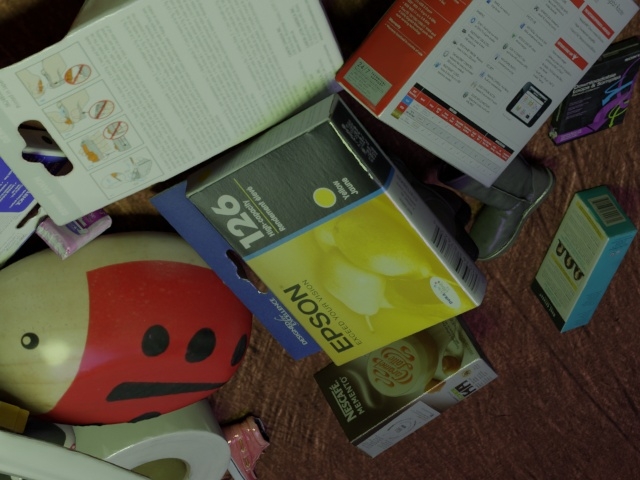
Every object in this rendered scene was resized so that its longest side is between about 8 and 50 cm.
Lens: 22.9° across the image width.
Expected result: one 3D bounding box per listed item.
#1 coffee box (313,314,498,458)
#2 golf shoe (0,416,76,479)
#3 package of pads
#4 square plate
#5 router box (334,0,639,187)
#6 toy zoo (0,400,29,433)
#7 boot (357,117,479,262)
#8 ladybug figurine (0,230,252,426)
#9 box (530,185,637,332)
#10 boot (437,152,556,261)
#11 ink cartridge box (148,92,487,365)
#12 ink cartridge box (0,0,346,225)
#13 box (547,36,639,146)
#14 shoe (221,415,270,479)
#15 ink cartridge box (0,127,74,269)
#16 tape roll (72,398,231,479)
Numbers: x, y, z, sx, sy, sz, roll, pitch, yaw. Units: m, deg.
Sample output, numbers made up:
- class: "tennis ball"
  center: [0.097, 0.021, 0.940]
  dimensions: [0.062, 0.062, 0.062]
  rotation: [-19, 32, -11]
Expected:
- class: "coffee box"
  center: [0.135, 0.215, 2.509]
  dimensions: [0.246, 0.141, 0.098]
  rotation: [-35, 149, 7]
- class: "golf shoe"
  center: [-0.456, 0.325, 2.204]
  dimensions: [0.273, 0.120, 0.105]
  rotation: [-38, 150, 16]
- class: "package of pads"
  center: [-0.292, -0.017, 1.877]
  dimensions: [0.083, 0.050, 0.032]
  rotation: [-40, 176, -43]
- class: "square plate"
  center: [-0.440, 0.250, 1.956]
  dimensions: [0.344, 0.347, 0.049]
  rotation: [31, 70, -56]
- class: "router box"
  center: [0.209, -0.237, 1.892]
  dimensions: [0.301, 0.082, 0.335]
  rotation: [-50, 150, 8]
- class: "toy zoo"
  center: [-0.481, 0.181, 1.883]
  dimensions: [0.293, 0.030, 0.192]
  rotation: [24, 165, -38]
- class: "boot"
  center: [0.091, -0.074, 2.048]
  dimensions: [0.118, 0.338, 0.223]
  rotation: [-42, 103, 3]
- class: "ladybug figurine"
  center: [-0.253, 0.126, 2.022]
  dimensions: [0.449, 0.162, 0.305]
  rotation: [-2, 141, -44]
- class: "box"
  center: [0.417, 0.032, 2.517]
  dimensions: [0.060, 0.100, 0.244]
  rotation: [-15, 146, -25]
- class: "boot"
  center: [0.232, -0.063, 2.253]
  dimensions: [0.190, 0.076, 0.208]
  rotation: [-56, 150, 13]
- class: "ink cartridge box"
  center: [-0.011, 0.011, 1.899]
  dimensions: [0.307, 0.072, 0.303]
  rotation: [-28, 116, 30]
- class: "ink cartridge box"
  center: [-0.179, -0.195, 1.725]
  dimensions: [0.385, 0.091, 0.308]
  rotation: [-26, 150, 1]
- class: "box"
  center: [0.385, -0.207, 2.217]
  dimensions: [0.116, 0.029, 0.162]
  rotation: [-20, 146, -16]
- class: "shoe"
  center: [-0.114, 0.344, 2.562]
  dimensions: [0.081, 0.063, 0.178]
  rotation: [-25, 145, 1]
- class: "ink cartridge box"
  center: [-0.387, -0.046, 1.784]
  dimensions: [0.206, 0.045, 0.208]
  rotation: [-44, 155, 24]
- class: "tape roll"
  center: [-0.281, 0.333, 2.375]
  dimensions: [0.286, 0.100, 0.286]
  rotation: [-21, 148, -14]
